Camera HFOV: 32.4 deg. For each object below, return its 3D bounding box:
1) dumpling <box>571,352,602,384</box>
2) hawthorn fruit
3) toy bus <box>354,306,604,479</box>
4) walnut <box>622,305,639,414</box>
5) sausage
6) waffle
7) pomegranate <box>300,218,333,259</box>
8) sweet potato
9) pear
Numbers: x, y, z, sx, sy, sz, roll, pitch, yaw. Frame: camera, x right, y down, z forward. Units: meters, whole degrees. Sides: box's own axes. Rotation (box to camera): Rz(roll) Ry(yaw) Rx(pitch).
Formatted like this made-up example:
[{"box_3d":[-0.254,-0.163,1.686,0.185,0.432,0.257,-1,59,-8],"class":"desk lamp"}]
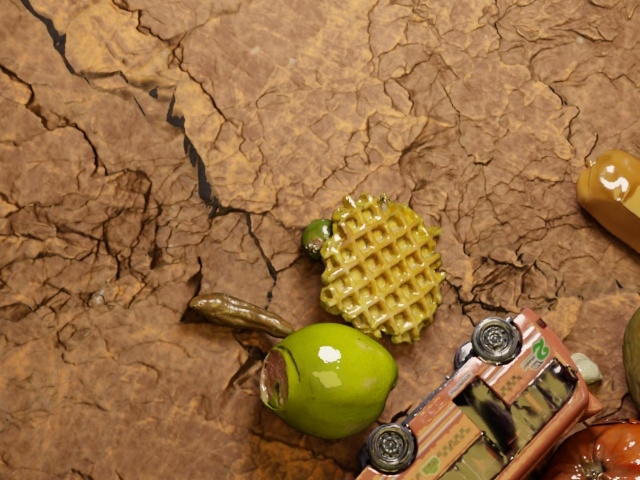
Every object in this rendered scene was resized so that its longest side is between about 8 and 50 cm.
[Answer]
[{"box_3d":[0.458,0.224,1.928,0.077,0.043,0.059,-7,60,-9],"class":"dumpling"},{"box_3d":[0.509,0.455,1.798,0.307,0.276,0.276,45,75,-18],"class":"hawthorn fruit"},{"box_3d":[0.236,0.318,1.761,0.427,0.203,0.233,-42,79,-14],"class":"toy bus"},{"box_3d":[0.626,0.215,1.859,0.227,0.283,0.283,-7,80,24],"class":"walnut"},{"box_3d":[0.565,-0.063,1.956,0.241,0.120,0.136,33,61,-4],"class":"sausage"},{"box_3d":[0.107,0.047,1.849,0.254,0.052,0.245,23,73,-27],"class":"waffle"},{"box_3d":[0.004,-0.002,1.848,0.073,0.084,0.073,0,91,-5],"class":"pomegranate"},{"box_3d":[-0.128,0.125,1.816,0.182,0.054,0.053,16,45,-7],"class":"sweet potato"},{"box_3d":[0.023,0.226,1.772,0.219,0.187,0.187,10,78,-28],"class":"pear"}]
